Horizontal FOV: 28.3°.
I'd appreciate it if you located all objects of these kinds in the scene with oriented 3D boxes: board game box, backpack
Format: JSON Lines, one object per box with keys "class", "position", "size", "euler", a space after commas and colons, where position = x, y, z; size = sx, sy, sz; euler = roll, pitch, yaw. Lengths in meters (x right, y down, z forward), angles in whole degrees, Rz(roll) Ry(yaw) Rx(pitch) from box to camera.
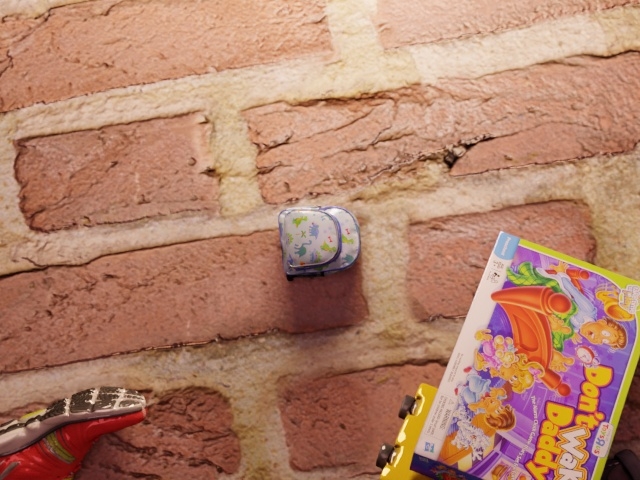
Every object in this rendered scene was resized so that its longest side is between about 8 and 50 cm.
{"class": "board game box", "position": [0.289, 0.184, 1.699], "size": [0.233, 0.078, 0.347], "euler": [20, 64, 9]}
{"class": "backpack", "position": [0.000, 0.000, 1.815], "size": [0.114, 0.084, 0.105], "euler": [-6, 85, 4]}

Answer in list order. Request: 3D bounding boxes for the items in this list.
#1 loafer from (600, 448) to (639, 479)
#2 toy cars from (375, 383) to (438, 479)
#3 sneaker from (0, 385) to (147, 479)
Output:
{"class": "loafer", "position": [0.439, 0.429, 1.681], "size": [0.095, 0.109, 0.303], "euler": [-23, 64, -2]}
{"class": "toy cars", "position": [0.176, 0.368, 1.688], "size": [0.176, 0.087, 0.394], "euler": [-9, 48, -19]}
{"class": "sneaker", "position": [-0.370, 0.296, 1.835], "size": [0.279, 0.107, 0.118], "euler": [-20, 100, 7]}
